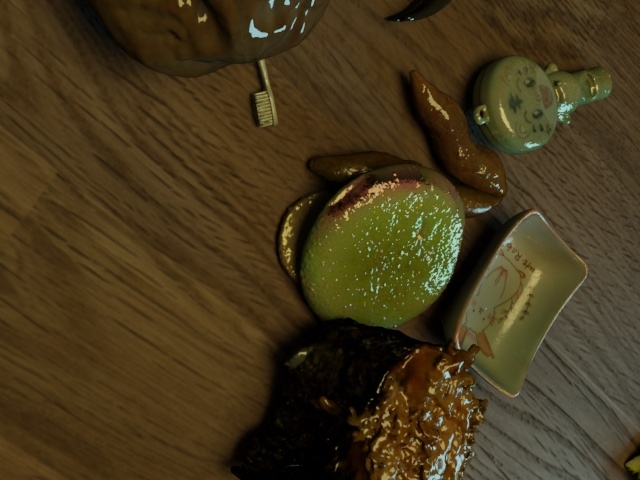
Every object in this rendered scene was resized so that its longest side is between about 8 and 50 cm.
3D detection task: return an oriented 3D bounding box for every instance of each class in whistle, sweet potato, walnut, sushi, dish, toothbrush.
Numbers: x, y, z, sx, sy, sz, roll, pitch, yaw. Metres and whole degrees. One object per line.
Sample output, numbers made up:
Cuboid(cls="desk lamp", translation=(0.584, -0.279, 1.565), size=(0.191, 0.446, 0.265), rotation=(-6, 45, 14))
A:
Cuboid(cls="whistle", translation=(0.282, -0.184, 1.568), size=(0.258, 0.067, 0.126), rotation=(-18, 94, -36))
Cuboid(cls="sweet potato", translation=(0.109, -0.064, 1.461), size=(0.274, 0.067, 0.067), rotation=(12, 90, -31))
Cuboid(cls="walnut", translation=(-0.108, -0.296, 1.176), size=(0.273, 0.273, 0.227), rotation=(58, 33, -26))
Cuboid(cls="sushi", translation=(0.040, 0.264, 1.376), size=(0.234, 0.207, 0.348), rotation=(6, 98, -41))
Cuboid(cls="dish", translation=(0.238, 0.076, 1.563), size=(0.151, 0.077, 0.212), rotation=(43, 72, -33))
Cuboid(cls="toothbrush", translation=(-0.083, -0.258, 1.327), size=(0.025, 0.019, 0.275), rotation=(-17, 107, -24))
Cuboid(cls="sweet potato", translation=(0.166, -0.124, 1.501), size=(0.065, 0.051, 0.218), rotation=(-51, 120, -14))

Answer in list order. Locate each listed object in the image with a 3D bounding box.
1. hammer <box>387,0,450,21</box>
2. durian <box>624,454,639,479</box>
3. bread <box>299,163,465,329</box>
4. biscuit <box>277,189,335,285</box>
Cuboid(cls="hammer", translation=(0.001, -0.394, 1.354), size=(0.440, 0.044, 0.168), rotation=(26, 80, -34))
Cuboid(cls="durian", translation=(0.642, 0.332, 1.840), size=(0.355, 0.157, 0.169), rotation=(-23, 92, -31))
Cuboid(cls="bread", translation=(0.080, 0.015, 1.429), size=(0.228, 0.033, 0.228), rotation=(-14, 121, -24))
Cuboid(cls="biscuit", translation=(0.000, 0.000, 1.423), size=(0.120, 0.015, 0.120), rotation=(-6, 100, -34))
